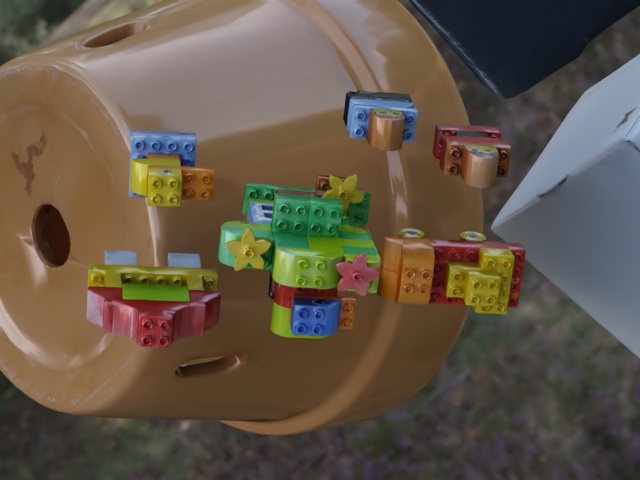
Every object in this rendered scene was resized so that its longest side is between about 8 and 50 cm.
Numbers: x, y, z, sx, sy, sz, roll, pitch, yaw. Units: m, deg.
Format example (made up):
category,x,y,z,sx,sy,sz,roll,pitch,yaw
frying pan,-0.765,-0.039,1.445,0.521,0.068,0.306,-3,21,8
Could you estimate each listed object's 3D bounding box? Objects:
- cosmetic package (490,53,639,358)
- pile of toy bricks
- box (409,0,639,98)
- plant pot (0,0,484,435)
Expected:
category,x,y,z,sx,sy,sz,roll,pitch,yaw
cosmetic package,0.324,0.031,1.205,0.155,0.365,0.197,-51,8,-26
pile of toy bricks,0.000,0.000,0.814,0.105,0.212,0.118,-108,21,-68
box,0.061,-0.307,0.613,0.293,0.212,0.395,-35,60,12
plant pot,-0.079,-0.014,1.023,0.203,0.291,0.291,-12,-11,-43
